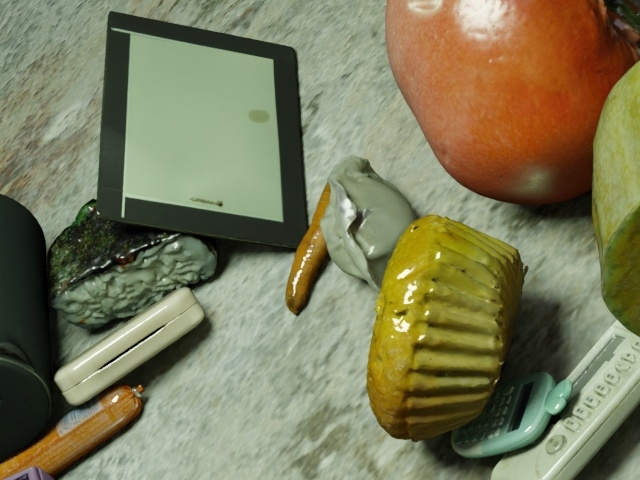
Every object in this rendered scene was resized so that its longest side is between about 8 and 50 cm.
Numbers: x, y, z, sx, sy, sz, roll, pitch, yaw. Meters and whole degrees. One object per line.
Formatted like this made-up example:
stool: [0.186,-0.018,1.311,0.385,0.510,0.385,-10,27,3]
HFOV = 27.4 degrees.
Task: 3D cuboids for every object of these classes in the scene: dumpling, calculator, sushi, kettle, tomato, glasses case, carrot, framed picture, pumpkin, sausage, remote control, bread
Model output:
dumpling: [0.046,-0.019,1.511,0.108,0.127,0.188,-22,54,31]
calculator: [0.192,0.176,1.325,0.153,0.021,0.095,-24,27,40]
sushi: [-0.237,0.014,1.649,0.225,0.124,0.127,-27,51,11]
kettle: [-0.456,0.122,1.622,0.262,0.203,0.308,-31,41,11]
tomato: [0.208,-0.205,1.422,0.272,0.341,0.341,-33,47,24]
glasses case: [-0.229,0.127,1.581,0.196,0.050,0.083,-35,4,-11]
carrot: [0.000,0.000,1.580,0.047,0.047,0.191,12,67,35]
framed picture: [-0.149,-0.144,1.665,0.265,0.016,0.347,8,51,-18]
pumpkin: [0.396,-0.058,1.208,0.332,0.332,0.199,-24,48,14]
sausage: [-0.354,0.276,1.582,0.347,0.053,0.053,-36,48,3]
remote control: [0.265,0.172,1.300,0.230,0.049,0.090,-48,19,-7]
bread: [0.123,0.094,1.330,0.139,0.240,0.240,13,64,11]

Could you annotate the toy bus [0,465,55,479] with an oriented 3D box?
toy bus: [-0.325,0.351,1.491,0.098,0.087,0.178,-28,47,2]
